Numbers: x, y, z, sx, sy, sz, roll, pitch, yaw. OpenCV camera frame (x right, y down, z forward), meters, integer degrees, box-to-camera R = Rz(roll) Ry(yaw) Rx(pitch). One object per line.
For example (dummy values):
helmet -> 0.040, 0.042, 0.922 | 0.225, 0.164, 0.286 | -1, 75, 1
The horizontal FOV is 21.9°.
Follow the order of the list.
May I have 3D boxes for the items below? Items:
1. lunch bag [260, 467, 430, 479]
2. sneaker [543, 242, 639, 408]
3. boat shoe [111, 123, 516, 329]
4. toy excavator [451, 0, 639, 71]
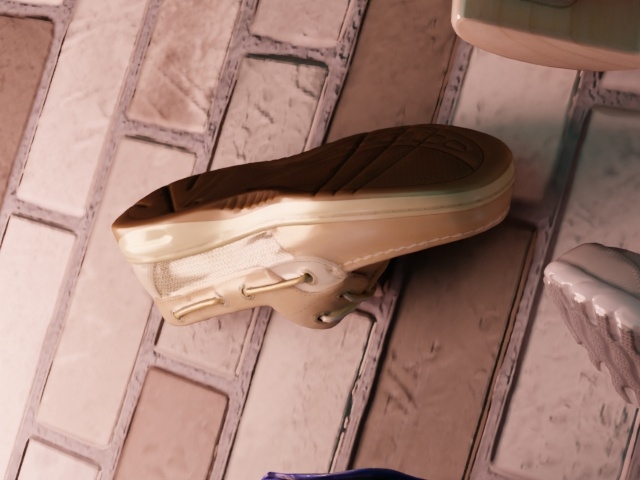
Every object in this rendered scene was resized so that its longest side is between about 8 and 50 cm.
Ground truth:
lunch bag -> 0.050, 0.179, 0.916 | 0.151, 0.129, 0.096 | 31, 96, 43
sneaker -> 0.241, 0.049, 0.840 | 0.281, 0.105, 0.115 | 20, 62, 43
boat shoe -> 0.000, 0.000, 1.042 | 0.302, 0.109, 0.098 | -9, 111, 37
toy excavator -> 0.267, -0.173, 0.755 | 0.445, 0.433, 0.222 | 7, 81, 12
